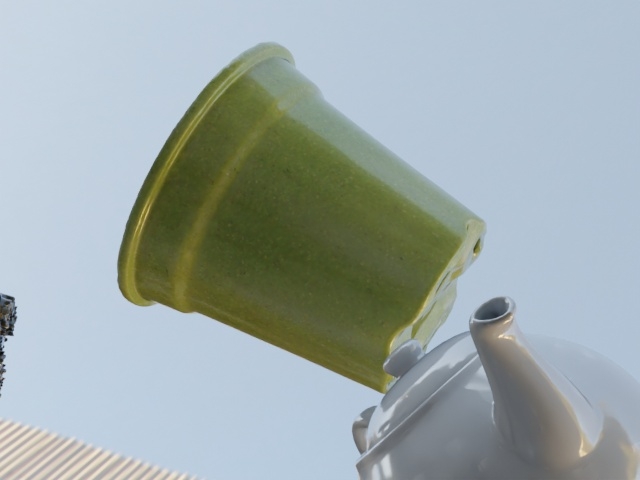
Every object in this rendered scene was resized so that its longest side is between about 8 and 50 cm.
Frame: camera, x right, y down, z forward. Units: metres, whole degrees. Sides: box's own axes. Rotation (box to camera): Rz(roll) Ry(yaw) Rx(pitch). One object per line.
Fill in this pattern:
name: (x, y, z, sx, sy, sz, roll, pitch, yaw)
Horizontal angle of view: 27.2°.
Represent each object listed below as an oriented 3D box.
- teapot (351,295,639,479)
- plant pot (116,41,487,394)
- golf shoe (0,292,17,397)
teapot: (0.113, 0.152, 0.959, 0.187, 0.252, 0.256, 48, -70, 9)
plant pot: (0.000, 0.000, 1.196, 0.254, 0.276, 0.276, 30, -71, 14)
golf shoe: (-0.256, 0.065, 0.896, 0.094, 0.198, 0.077, 9, -107, -9)
